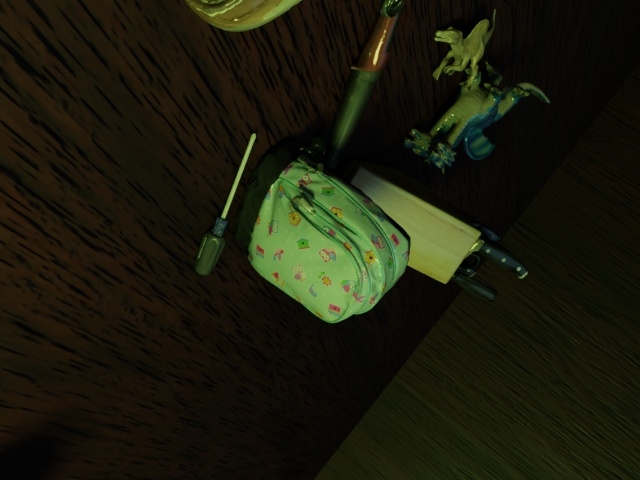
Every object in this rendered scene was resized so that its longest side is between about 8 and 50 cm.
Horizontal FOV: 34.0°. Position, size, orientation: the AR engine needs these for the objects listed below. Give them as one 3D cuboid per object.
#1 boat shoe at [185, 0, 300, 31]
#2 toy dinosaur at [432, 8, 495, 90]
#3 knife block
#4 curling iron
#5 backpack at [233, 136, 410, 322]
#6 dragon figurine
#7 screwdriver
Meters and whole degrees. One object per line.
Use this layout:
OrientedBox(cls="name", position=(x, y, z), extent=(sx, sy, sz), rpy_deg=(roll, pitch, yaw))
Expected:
OrientedBox(cls="boat shoe", position=(-0.009, -0.284, 0.627), extent=(0.324, 0.123, 0.116), rpy_deg=(-62, 155, 9))
OrientedBox(cls="toy dinosaur", position=(0.196, -0.248, 1.358), extent=(0.183, 0.053, 0.092), rpy_deg=(-28, 149, -55))
OrientedBox(cls="knife block", position=(0.150, -0.004, 1.398), extent=(0.088, 0.242, 0.275), rpy_deg=(-58, 163, 12))
OrientedBox(cls="curling iron", position=(0.045, -0.186, 1.100), extent=(0.068, 0.035, 0.274), rpy_deg=(-30, 152, -44))
OrientedBox(cls="backpack", position=(0.000, 0.000, 1.100), extent=(0.115, 0.182, 0.152), rpy_deg=(-39, 160, -39))
OrientedBox(cls="dragon figurine", position=(0.224, -0.176, 1.518), extent=(0.289, 0.085, 0.144), rpy_deg=(-17, 144, -57))
OrientedBox(cls="screwdriver", position=(-0.095, -0.033, 1.059), extent=(0.025, 0.024, 0.170), rpy_deg=(-81, -167, -57))
